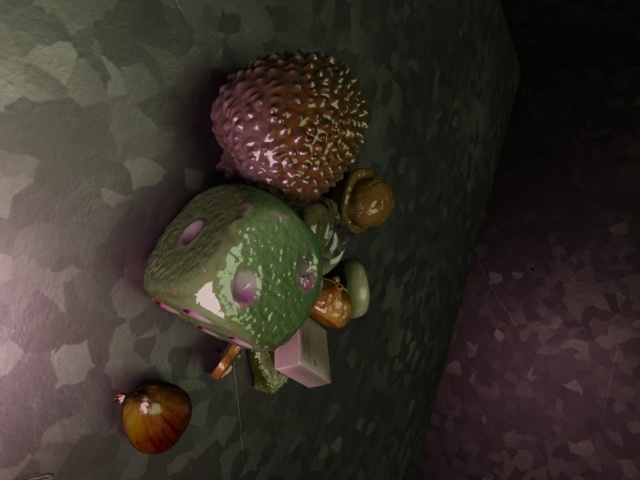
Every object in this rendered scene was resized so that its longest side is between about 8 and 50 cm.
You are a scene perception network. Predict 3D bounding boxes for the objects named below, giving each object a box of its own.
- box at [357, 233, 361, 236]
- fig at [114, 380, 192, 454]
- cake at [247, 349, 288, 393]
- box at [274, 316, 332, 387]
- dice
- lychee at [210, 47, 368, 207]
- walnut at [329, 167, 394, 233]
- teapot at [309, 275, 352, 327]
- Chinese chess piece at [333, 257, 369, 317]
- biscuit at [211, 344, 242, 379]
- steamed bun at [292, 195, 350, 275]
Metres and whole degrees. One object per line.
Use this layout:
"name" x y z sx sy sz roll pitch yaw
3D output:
"box" 0.168 -0.129 1.745 0.055 0.039 0.218 18 86 -55
"fig" -0.423 0.413 1.024 0.170 0.145 0.274 -55 153 -28
"cake" -0.202 0.390 1.423 0.100 0.099 0.236 -29 102 -45
"box" -0.058 0.381 1.476 0.252 0.106 0.203 50 28 -49
"dice" -0.204 0.073 1.044 0.330 0.322 0.319 45 60 -37
"lychee" -0.079 -0.281 1.078 0.432 0.380 0.380 -32 138 7
"walnut" 0.151 -0.146 1.560 0.257 0.224 0.257 -19 114 -52
"teapot" 0.023 0.203 1.493 0.167 0.203 0.311 -63 -176 -18
"Chinese chess piece" 0.118 0.184 1.625 0.092 0.238 0.238 -3 107 -11
"biscuit" -0.207 0.266 1.254 0.340 0.047 0.216 -55 -177 -26
"steamed bun" 0.000 0.000 1.423 0.268 0.207 0.280 -44 135 -36
